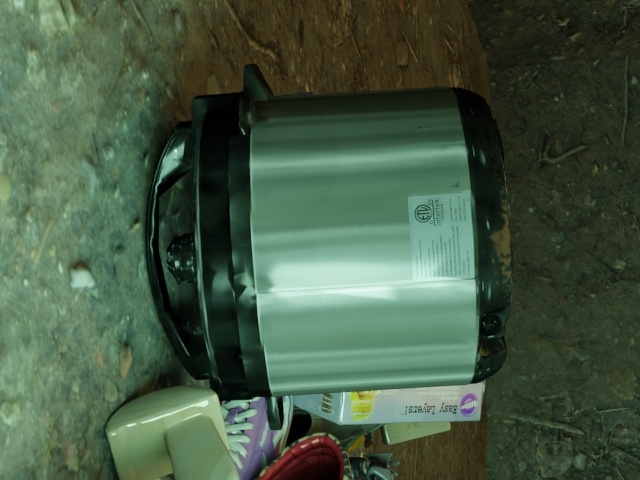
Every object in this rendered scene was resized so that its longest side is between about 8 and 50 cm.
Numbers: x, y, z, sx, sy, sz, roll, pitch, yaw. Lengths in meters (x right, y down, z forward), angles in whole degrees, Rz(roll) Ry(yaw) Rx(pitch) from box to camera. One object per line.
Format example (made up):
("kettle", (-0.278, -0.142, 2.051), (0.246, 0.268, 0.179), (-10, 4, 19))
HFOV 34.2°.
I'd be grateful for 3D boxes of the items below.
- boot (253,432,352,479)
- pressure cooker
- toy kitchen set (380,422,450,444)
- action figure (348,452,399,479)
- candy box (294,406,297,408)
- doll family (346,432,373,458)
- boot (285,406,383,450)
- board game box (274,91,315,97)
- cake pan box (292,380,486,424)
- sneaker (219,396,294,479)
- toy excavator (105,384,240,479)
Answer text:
("boot", (-0.047, 0.457, 1.336), (0.377, 0.138, 0.284), (-51, 147, -39))
("pressure cooker", (0.000, -0.001, 1.253), (0.375, 0.420, 0.370), (85, 0, -51))
("toy kitchen set", (0.144, 0.268, 1.956), (0.166, 0.122, 0.207), (130, -52, -77))
("action figure", (0.008, 0.383, 1.612), (0.285, 0.185, 0.099), (7, 57, -56))
("candy box", (-0.078, 0.298, 1.570), (0.206, 0.027, 0.105), (25, 61, -70))
("doll family", (0.058, 0.308, 1.830), (0.263, 0.118, 0.163), (-53, 139, -66))
("boot", (-0.012, 0.291, 1.567), (0.208, 0.189, 0.076), (-8, 63, -52))
("board game box", (-0.039, -0.022, 1.651), (0.308, 0.086, 0.302), (-75, 154, -44))
("cake pan box", (0.060, 0.205, 1.510), (0.245, 0.267, 0.070), (7, 91, -33))
("sneaker", (-0.109, 0.253, 1.375), (0.161, 0.102, 0.282), (21, 67, -67))
("toy excavator", (-0.162, 0.309, 0.951), (0.445, 0.433, 0.222), (-27, 115, -40))
